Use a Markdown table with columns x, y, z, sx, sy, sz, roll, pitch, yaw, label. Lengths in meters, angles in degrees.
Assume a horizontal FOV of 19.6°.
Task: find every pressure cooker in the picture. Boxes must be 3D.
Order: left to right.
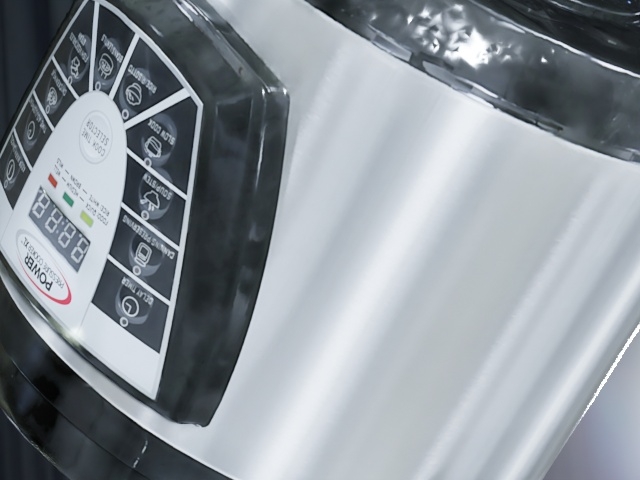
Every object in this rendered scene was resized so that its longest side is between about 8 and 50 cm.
| x | y | z | sx | sy | sz | roll | pitch | yaw | label |
| --- | --- | --- | --- | --- | --- | --- | --- | --- | --- |
| 0.005 | 0.002 | 1.059 | 0.375 | 0.420 | 0.370 | 28 | -157 | -3 | pressure cooker |
